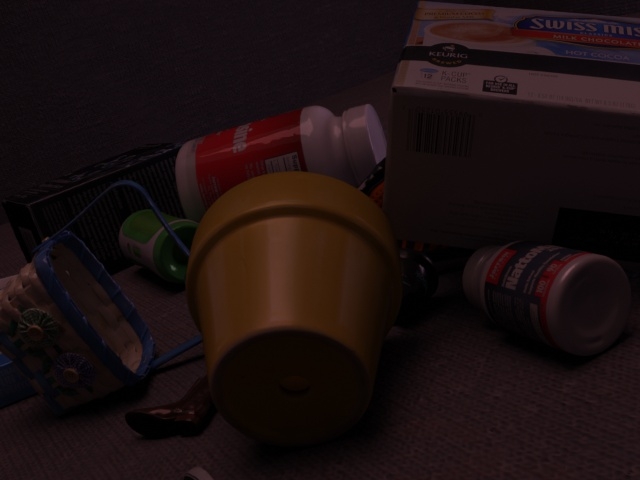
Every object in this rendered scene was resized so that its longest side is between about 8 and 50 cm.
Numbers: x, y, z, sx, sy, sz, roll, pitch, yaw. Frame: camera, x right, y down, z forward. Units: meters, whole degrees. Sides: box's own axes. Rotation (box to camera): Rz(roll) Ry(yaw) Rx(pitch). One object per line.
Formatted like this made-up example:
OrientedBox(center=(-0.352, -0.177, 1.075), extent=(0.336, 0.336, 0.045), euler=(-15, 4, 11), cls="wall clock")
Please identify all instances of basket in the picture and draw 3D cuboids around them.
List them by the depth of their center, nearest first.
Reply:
OrientedBox(center=(-0.298, 0.090, 1.156), extent=(0.289, 0.254, 0.201), euler=(-37, 15, 1), cls="basket")

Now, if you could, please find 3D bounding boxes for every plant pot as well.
OrientedBox(center=(-0.030, 0.087, 0.918), extent=(0.254, 0.254, 0.239), euler=(-15, 32, 9), cls="plant pot")

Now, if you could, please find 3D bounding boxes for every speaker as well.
OrientedBox(center=(-0.311, 0.008, 1.647), extent=(0.131, 0.131, 0.296), euler=(-25, 17, -23), cls="speaker")

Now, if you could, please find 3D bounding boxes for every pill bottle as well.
OrientedBox(center=(0.242, 0.056, 0.923), extent=(0.108, 0.108, 0.180), euler=(-24, 17, -21), cls="pill bottle")
OrientedBox(center=(-0.071, -0.145, 1.709), extent=(0.408, 0.229, 0.229), euler=(-13, 17, 15), cls="pill bottle")

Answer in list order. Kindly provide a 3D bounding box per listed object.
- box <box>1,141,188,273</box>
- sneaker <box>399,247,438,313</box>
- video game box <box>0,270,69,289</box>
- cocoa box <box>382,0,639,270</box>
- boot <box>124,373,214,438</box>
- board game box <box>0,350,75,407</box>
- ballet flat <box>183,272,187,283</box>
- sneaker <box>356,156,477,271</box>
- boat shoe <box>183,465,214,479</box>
OrientedBox(center=(-0.489, -0.067, 1.931), extent=(0.395, 0.212, 0.293), euler=(-26, 17, -28), cls="box")
OrientedBox(center=(0.024, 0.065, 1.142), extent=(0.267, 0.101, 0.106), euler=(-9, 21, 30), cls="sneaker")
OrientedBox(center=(-0.544, 0.099, 1.564), extent=(0.205, 0.048, 0.187), euler=(-17, -8, -35), cls="video game box")
OrientedBox(center=(0.266, -0.134, 1.022), extent=(0.347, 0.231, 0.228), euler=(8, 43, 10), cls="cocoa box")
OrientedBox(center=(-0.170, 0.197, 1.025), extent=(0.106, 0.037, 0.114), euler=(2, 26, 19), cls="boot")
OrientedBox(center=(-0.506, 0.183, 1.384), extent=(0.242, 0.064, 0.316), euler=(-21, 16, -11), cls="board game box")
OrientedBox(center=(-0.204, 0.076, 1.476), extent=(0.041, 0.041, 0.114), euler=(-27, 19, -29), cls="ballet flat")
OrientedBox(center=(0.188, -0.056, 1.216), extent=(0.321, 0.180, 0.124), euler=(-18, 16, -1), cls="sneaker")
OrientedBox(center=(-0.104, 0.251, 0.759), extent=(0.040, 0.049, 0.142), euler=(-25, 20, -22), cls="boat shoe")
